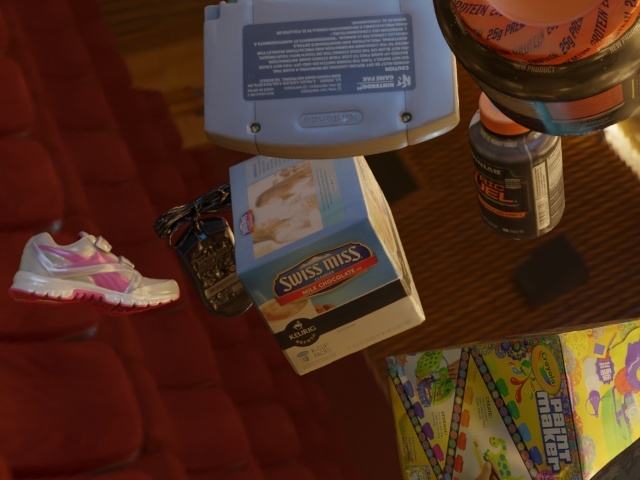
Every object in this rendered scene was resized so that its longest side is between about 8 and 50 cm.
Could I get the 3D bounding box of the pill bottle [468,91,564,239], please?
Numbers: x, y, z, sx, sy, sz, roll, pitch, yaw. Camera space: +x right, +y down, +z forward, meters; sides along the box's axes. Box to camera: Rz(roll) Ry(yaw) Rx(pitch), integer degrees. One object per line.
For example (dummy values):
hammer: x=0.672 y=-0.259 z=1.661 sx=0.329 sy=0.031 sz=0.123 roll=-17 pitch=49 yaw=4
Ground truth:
pill bottle: x=0.283 y=-0.122 z=1.724 sx=0.245 sy=0.130 sz=0.130 roll=72 pitch=-7 yaw=-50

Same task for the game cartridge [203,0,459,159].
game cartridge: x=0.011 y=-0.195 z=1.403 sx=0.062 sy=0.297 sz=0.198 roll=64 pitch=24 yaw=-77

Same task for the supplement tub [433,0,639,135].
supplement tub: x=0.215 y=-0.212 z=1.069 sx=0.338 sy=0.207 sz=0.207 roll=11 pitch=60 yaw=-75

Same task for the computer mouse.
computer mouse: x=-0.204 y=0.024 z=2.281 sx=0.072 sy=0.188 sz=0.272 roll=36 pitch=-31 yaw=55

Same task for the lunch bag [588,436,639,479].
lunch bag: x=0.349 y=0.255 z=1.133 sx=0.169 sy=0.235 sz=0.287 roll=55 pitch=-38 yaw=6

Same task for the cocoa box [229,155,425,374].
cocoa box: x=0.000 y=0.000 z=1.963 sx=0.347 sy=0.231 sz=0.228 roll=-101 pitch=165 yaw=-57

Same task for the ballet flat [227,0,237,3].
ballet flat: x=-0.060 y=-0.331 z=1.584 sx=0.206 sy=0.067 sz=0.073 roll=-37 pitch=-102 yaw=48

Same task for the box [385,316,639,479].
box: x=0.289 y=0.204 z=1.513 sx=0.279 sy=0.290 sz=0.177 roll=-13 pitch=-97 yaw=46

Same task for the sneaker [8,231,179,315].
sneaker: x=-0.321 y=0.044 z=1.738 sx=0.103 sy=0.252 sz=0.111 roll=-19 pitch=-115 yaw=56
